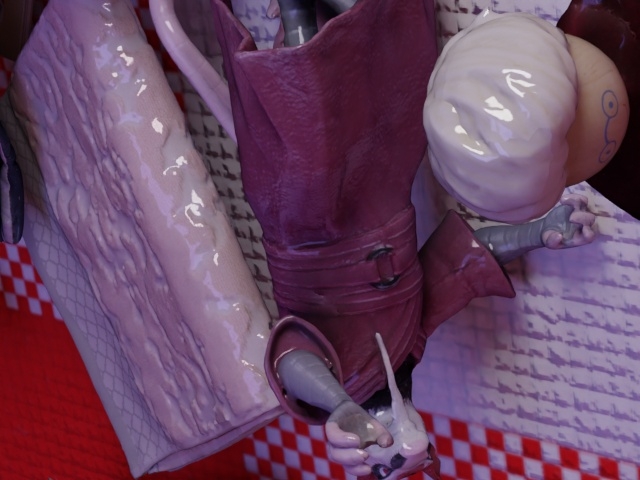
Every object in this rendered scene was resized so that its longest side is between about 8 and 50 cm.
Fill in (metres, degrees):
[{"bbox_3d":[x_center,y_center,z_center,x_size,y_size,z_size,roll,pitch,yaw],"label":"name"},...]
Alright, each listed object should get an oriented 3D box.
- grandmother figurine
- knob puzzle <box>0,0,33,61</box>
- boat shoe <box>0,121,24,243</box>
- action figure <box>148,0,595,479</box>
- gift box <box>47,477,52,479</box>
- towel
[{"bbox_3d":[0.171,-0.099,0.954,0.104,0.342,0.208,1,112,44],"label":"grandmother figurine"},{"bbox_3d":[-0.279,-0.249,1.541,0.213,0.030,0.213,16,114,38],"label":"knob puzzle"},{"bbox_3d":[-0.292,-0.140,1.459,0.158,0.127,0.341,39,148,45],"label":"boat shoe"},{"bbox_3d":[0.000,0.000,1.245,0.275,0.248,0.370,10,114,42],"label":"action figure"},{"bbox_3d":[-0.150,0.332,1.549,0.255,0.258,0.276,-16,112,49],"label":"gift box"},{"bbox_3d":[-0.142,0.002,1.444,0.332,0.053,0.317,65,154,6],"label":"towel"}]
